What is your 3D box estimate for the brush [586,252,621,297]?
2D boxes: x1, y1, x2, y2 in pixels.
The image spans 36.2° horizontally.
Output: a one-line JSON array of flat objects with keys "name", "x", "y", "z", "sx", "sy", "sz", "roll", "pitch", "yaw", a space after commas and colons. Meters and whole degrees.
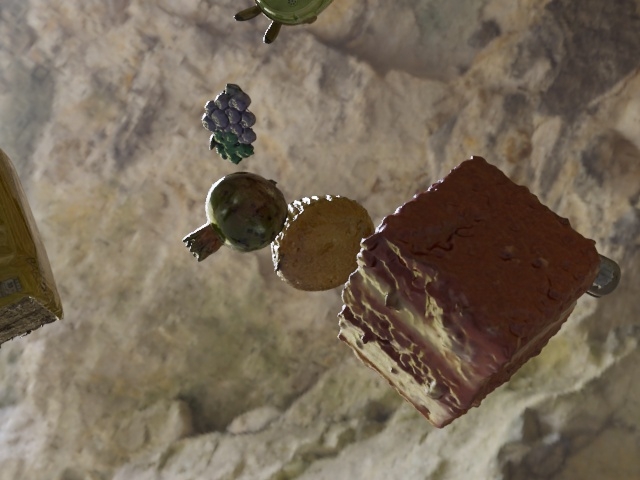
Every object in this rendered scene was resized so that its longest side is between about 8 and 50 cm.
[{"name": "brush", "x": 0.344, "y": -0.003, "z": 1.611, "sx": 0.327, "sy": 0.070, "sz": 0.065, "roll": 27, "pitch": -3, "yaw": 7}]

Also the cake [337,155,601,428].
[{"name": "cake", "x": 0.213, "y": 0.094, "z": 1.490, "sx": 0.269, "sy": 0.270, "sz": 0.319, "roll": 43, "pitch": -35, "yaw": 20}]

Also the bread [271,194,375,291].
[{"name": "bread", "x": 0.003, "y": 0.002, "z": 2.115, "sx": 0.240, "sy": 0.240, "sz": 0.139, "roll": 47, "pitch": 6, "yaw": -35}]

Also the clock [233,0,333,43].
[{"name": "clock", "x": -0.063, "y": -0.500, "z": 1.934, "sx": 0.170, "sy": 0.232, "sz": 0.069, "roll": 39, "pitch": 6, "yaw": 6}]

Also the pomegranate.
[{"name": "pomegranate", "x": -0.154, "y": -0.037, "z": 1.787, "sx": 0.159, "sy": 0.205, "sz": 0.159, "roll": 52, "pitch": -7, "yaw": 9}]

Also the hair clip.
[{"name": "hair clip", "x": -0.188, "y": -0.247, "z": 2.065, "sx": 0.124, "sy": 0.052, "sz": 0.195, "roll": 19, "pitch": -49, "yaw": 19}]

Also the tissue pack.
[{"name": "tissue pack", "x": -0.480, "y": 0.000, "z": 1.416, "sx": 0.192, "sy": 0.134, "sz": 0.271, "roll": 99, "pitch": -32, "yaw": -75}]
